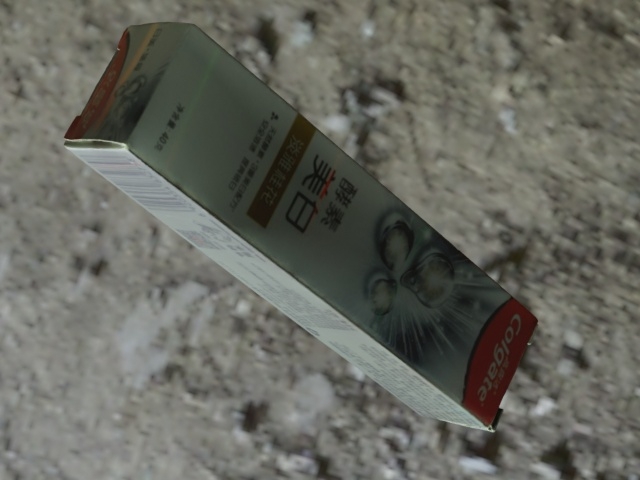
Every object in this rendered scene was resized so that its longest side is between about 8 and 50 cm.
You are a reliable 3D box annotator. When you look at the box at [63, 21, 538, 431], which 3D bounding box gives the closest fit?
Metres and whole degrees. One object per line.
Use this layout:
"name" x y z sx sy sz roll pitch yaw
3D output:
"box" 0.000 0.000 0.693 0.039 0.218 0.055 6 65 49
